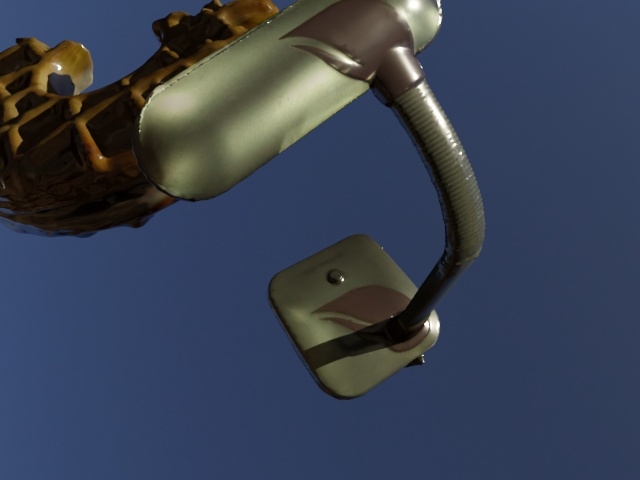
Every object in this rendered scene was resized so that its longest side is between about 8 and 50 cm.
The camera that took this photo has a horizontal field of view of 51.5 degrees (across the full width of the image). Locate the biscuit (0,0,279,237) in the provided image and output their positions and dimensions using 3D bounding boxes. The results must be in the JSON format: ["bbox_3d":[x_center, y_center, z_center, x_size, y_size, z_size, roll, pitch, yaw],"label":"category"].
[{"bbox_3d":[-0.202,-0.120,0.650,0.366,0.115,0.268,-7,-133,16],"label":"biscuit"}]

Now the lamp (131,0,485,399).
[{"bbox_3d":[0.004,0.003,0.411,0.203,0.283,0.124,-28,-124,-25],"label":"lamp"}]
